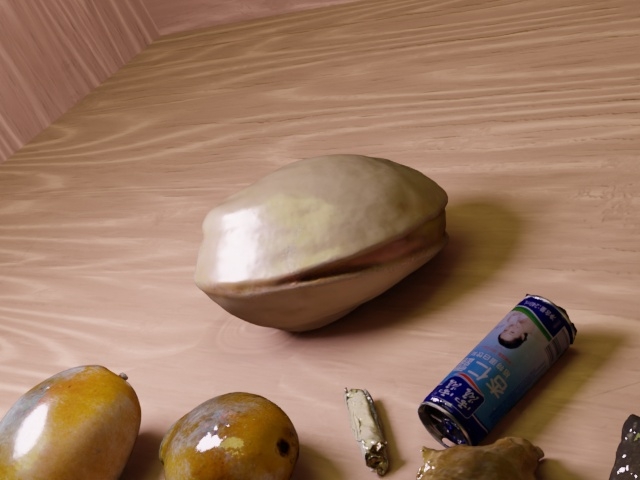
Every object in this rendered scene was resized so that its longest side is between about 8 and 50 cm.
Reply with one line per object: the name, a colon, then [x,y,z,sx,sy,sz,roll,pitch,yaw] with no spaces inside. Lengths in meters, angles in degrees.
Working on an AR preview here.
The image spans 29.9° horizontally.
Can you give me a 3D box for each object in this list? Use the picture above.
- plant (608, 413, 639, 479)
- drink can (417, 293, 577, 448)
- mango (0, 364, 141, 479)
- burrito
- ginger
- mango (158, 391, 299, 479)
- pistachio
plant: [0.394,0.253,1.305,0.129,0.132,0.194,4,45,44]
drink can: [0.242,0.180,1.628,0.235,0.097,0.097,-42,29,-24]
mango: [-0.423,0.355,1.863,0.221,0.199,0.384,8,56,43]
burrito: [0.065,0.267,1.707,0.045,0.041,0.185,-10,24,-2]
ginger: [0.192,0.310,1.411,0.218,0.123,0.270,28,50,37]
mango: [-0.143,0.306,1.735,0.193,0.146,0.316,-40,14,-24]
pistachio: [0.000,0.000,2.018,0.445,0.282,0.365,-15,17,-4]
